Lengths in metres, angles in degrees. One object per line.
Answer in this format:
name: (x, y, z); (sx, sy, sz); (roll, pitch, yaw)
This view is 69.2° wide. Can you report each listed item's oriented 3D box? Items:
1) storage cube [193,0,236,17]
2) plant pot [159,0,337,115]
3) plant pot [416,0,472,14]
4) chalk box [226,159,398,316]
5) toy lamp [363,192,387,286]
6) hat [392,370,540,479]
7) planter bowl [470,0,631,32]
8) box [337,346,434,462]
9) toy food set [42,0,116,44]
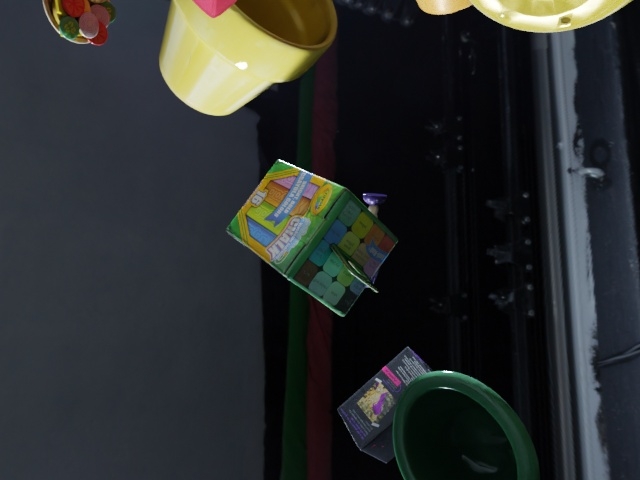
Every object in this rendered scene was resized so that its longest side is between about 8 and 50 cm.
storage cube: (-0.102, -0.383, 0.444); (0.184, 0.215, 0.193); (-47, -169, -14)
plant pot: (-0.141, -0.340, 0.757); (0.239, 0.254, 0.254); (-31, -124, 45)
plant pot: (0.220, -0.520, 0.813); (0.205, 0.188, 0.205); (-12, -127, 17)
chalk box: (0.000, 0.000, 0.837); (0.289, 0.180, 0.179); (31, -97, 47)
toy lamp: (0.145, 0.001, 1.370); (0.080, 0.080, 0.275); (-157, -113, -62)
hat: (0.209, 0.241, 0.572); (0.173, 0.183, 0.209); (21, -72, 42)
planter bowl: (0.152, -0.203, 0.295); (0.217, 0.217, 0.090); (-4, -120, 63)
box: (0.212, 0.456, 1.284); (0.270, 0.165, 0.143); (-42, -139, 3)
toy food set: (-0.247, -0.246, 0.481); (0.020, 0.083, 0.083); (18, -58, 19)
